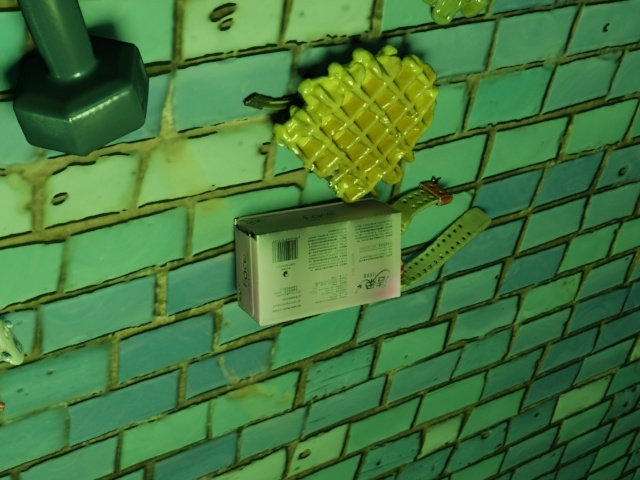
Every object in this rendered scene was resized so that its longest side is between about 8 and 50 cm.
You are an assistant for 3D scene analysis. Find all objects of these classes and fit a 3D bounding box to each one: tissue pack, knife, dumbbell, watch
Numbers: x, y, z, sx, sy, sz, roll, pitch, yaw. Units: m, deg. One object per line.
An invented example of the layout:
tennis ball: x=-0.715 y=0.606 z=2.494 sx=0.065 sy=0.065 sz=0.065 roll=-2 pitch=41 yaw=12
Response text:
tissue pack: x=-0.003 y=0.031 z=1.563 sx=0.246 sy=0.092 sz=0.149 roll=-10 pitch=110 yaw=-27
knife: x=-0.013 y=-0.197 z=1.456 sx=0.222 sy=0.021 sz=0.046 roll=-2 pitch=129 yaw=-41
dumbbell: x=-0.284 y=-0.247 z=1.077 sx=0.160 sy=0.144 sz=0.325 roll=-31 pitch=141 yaw=-18
watch: x=0.181 y=-0.020 z=1.745 sx=0.268 sy=0.102 sz=0.165 roll=-37 pitch=140 yaw=-21

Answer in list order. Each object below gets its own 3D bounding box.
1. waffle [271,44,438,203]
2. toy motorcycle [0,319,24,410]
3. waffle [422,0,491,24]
waffle: x=0.058 y=-0.157 z=1.500 sx=0.309 sy=0.065 sz=0.283 roll=-16 pitch=140 yaw=-33
toy motorcycle: x=-0.472 y=0.170 z=1.340 sx=0.150 sy=0.102 sz=0.221 roll=12 pitch=116 yaw=-23
waffle: x=0.238 y=-0.456 z=1.408 sx=0.291 sy=0.056 sz=0.309 roll=-36 pitch=140 yaw=-9
